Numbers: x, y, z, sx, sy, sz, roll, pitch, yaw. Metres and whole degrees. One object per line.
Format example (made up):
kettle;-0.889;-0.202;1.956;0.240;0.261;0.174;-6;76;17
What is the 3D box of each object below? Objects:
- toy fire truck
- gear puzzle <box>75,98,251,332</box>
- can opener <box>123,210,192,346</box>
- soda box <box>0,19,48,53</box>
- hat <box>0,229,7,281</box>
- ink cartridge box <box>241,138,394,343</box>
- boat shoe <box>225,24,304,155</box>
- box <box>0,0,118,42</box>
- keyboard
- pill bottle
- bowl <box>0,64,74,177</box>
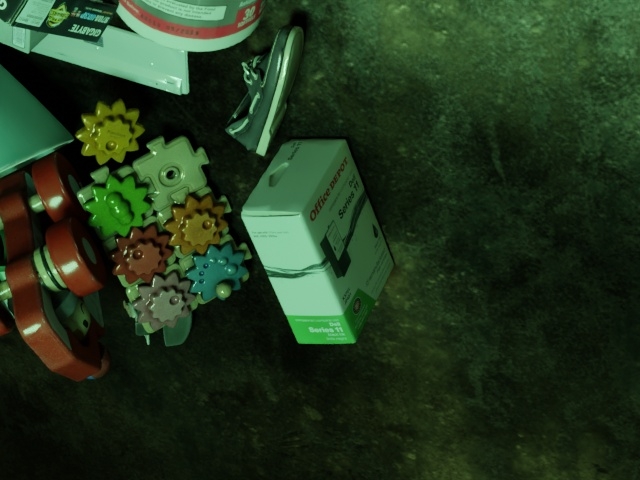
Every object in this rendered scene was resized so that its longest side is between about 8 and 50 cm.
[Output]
toy fire truck;-0.347;0.054;2.050;0.169;0.302;0.254;-26;136;6
gear puzzle;-0.204;-0.037;1.989;0.044;0.175;0.339;47;163;55
can opener;-0.230;0.034;2.152;0.093;0.074;0.280;-9;136;-8
soda box;-0.340;-0.362;1.786;0.091;0.098;0.286;23;133;11
hat;-0.477;-0.037;2.237;0.208;0.183;0.173;-1;172;-31
ink cartridge box;0.000;0.000;1.912;0.087;0.153;0.208;-1;131;29
boat shoe;-0.069;-0.179;1.838;0.065;0.075;0.206;24;143;3
box;-0.336;-0.293;1.617;0.220;0.175;0.051;40;104;15
keyboard;-0.280;-0.242;1.946;0.256;0.014;0.072;17;132;14
pill bottle;-0.113;-0.362;1.609;0.176;0.176;0.318;26;138;5
bowl;-0.488;-0.130;1.994;0.311;0.311;0.163;-22;97;42
